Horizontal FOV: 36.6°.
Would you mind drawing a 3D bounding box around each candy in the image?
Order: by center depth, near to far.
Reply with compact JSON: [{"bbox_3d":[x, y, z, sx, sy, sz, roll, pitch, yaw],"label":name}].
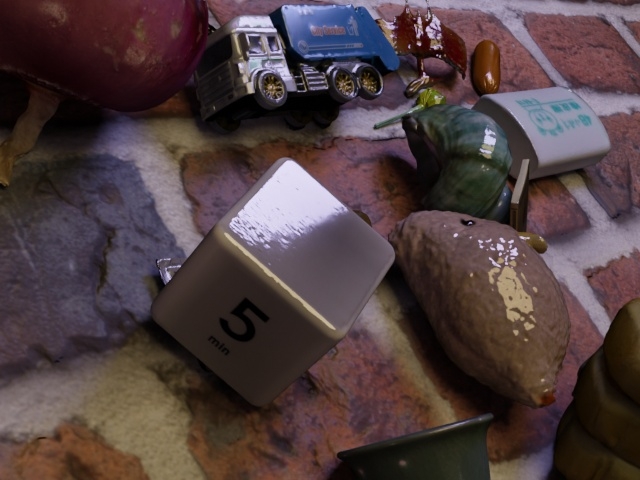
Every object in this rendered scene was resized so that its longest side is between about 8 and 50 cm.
[{"bbox_3d":[0.164,-0.238,1.801,0.194,0.062,0.058,-26,116,-39],"label":"candy"}]

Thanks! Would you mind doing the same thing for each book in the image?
[{"bbox_3d":[0.333,-0.018,1.625,0.016,0.198,0.138,6,38,17],"label":"book"}]

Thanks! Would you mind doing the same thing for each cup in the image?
[{"bbox_3d":[0.132,0.306,1.176,0.199,0.199,0.149,-4,75,-41],"label":"cup"}]

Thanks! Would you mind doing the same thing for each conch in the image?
[{"bbox_3d":[0.235,-0.107,1.625,0.195,0.220,0.277,-39,95,-26],"label":"conch"}]

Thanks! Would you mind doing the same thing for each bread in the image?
[{"bbox_3d":[0.478,0.220,1.399,0.210,0.341,0.301,33,37,28],"label":"bread"}]

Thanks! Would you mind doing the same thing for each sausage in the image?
[{"bbox_3d":[0.355,-0.373,2.068,0.062,0.054,0.183,8,45,5],"label":"sausage"}]

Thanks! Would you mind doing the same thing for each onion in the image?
[{"bbox_3d":[-0.337,-0.291,1.275,0.358,0.345,0.358,36,23,-17],"label":"onion"}]

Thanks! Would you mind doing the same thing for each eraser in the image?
[{"bbox_3d":[0.449,-0.221,1.964,0.290,0.104,0.189,-14,67,-44],"label":"eraser"}]

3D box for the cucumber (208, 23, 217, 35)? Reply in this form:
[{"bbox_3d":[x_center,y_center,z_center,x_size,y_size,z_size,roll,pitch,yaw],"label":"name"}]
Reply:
[{"bbox_3d":[-0.179,-0.329,1.607,0.181,0.053,0.053,38,39,-1],"label":"cucumber"}]

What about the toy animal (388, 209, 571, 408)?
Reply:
[{"bbox_3d":[0.265,0.090,1.454,0.227,0.188,0.358,-6,58,-35],"label":"toy animal"}]

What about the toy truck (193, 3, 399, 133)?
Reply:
[{"bbox_3d":[-0.036,-0.277,1.561,0.367,0.146,0.175,-14,84,-45],"label":"toy truck"}]

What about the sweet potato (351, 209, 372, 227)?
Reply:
[{"bbox_3d":[-0.005,-0.004,1.423,0.081,0.062,0.233,47,38,21],"label":"sweet potato"}]

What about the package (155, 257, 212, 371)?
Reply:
[{"bbox_3d":[-0.118,0.087,1.278,0.173,0.027,0.171,-8,59,-42],"label":"package"}]

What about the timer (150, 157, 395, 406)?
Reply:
[{"bbox_3d":[-0.058,0.051,1.188,0.194,0.195,0.192,42,41,-3],"label":"timer"}]

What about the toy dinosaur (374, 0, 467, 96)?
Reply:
[{"bbox_3d":[0.184,-0.387,1.929,0.327,0.113,0.206,-31,101,-38],"label":"toy dinosaur"}]
